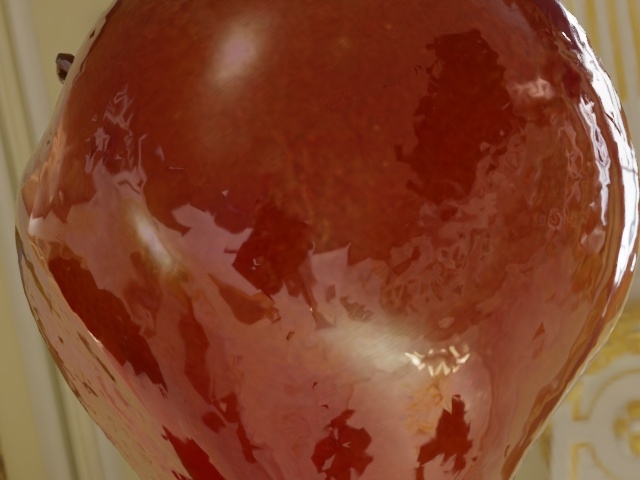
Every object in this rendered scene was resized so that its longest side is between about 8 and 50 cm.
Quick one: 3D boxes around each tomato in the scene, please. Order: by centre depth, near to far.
[{"bbox_3d":[0.000,0.000,0.684,0.293,0.290,0.325,-46,167,-32],"label":"tomato"}]
